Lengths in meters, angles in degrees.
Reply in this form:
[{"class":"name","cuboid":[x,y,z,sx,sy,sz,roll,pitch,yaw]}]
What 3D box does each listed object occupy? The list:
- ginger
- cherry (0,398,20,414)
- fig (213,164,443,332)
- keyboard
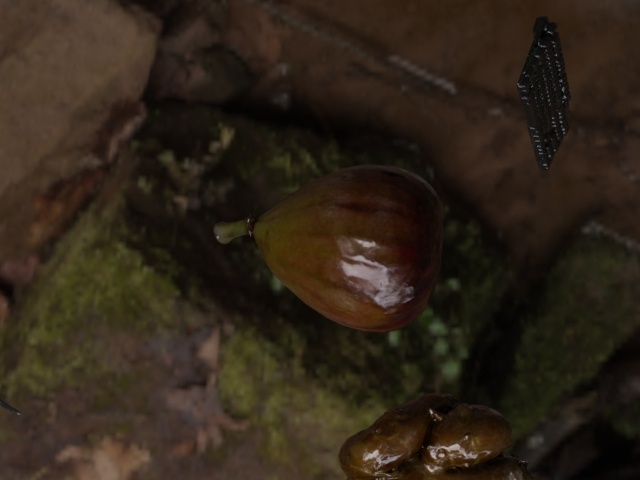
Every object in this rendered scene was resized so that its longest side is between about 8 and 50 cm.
[{"class":"ginger","cuboid":[0.087,0.170,1.277,0.162,0.073,0.103,-10,113,-4]},{"class":"cherry","cuboid":[-0.429,0.133,1.442,0.266,0.213,0.183,-4,100,-40]},{"class":"fig","cuboid":[0.000,0.000,0.810,0.125,0.089,0.089,7,135,12]},{"class":"keyboard","cuboid":[0.175,-0.110,1.237,0.018,0.060,0.195,18,169,18]}]
